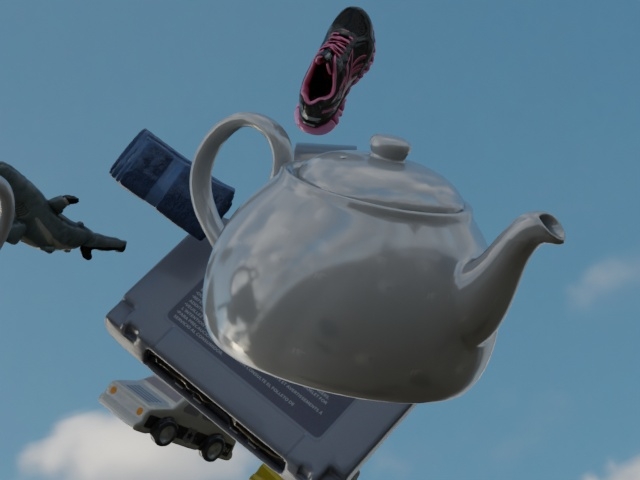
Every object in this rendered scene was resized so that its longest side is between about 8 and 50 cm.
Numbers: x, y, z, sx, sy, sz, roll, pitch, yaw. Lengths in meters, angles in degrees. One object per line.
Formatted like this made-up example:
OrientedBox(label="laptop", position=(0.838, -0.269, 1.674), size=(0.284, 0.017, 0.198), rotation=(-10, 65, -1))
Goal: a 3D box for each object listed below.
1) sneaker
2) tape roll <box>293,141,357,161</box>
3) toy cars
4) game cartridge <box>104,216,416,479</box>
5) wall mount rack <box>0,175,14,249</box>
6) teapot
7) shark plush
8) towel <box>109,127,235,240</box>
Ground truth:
OrientedBox(label="sneaker", position=(0.012, -0.147, 1.616), size=(0.047, 0.119, 0.057), rotation=(16, -21, 15))
OrientedBox(label="tape roll", position=(0.000, 0.000, 2.201), size=(0.072, 0.219, 0.219), rotation=(4, -38, 2))
OrientedBox(label="toy cars", position=(-0.083, 0.252, 2.396), size=(0.394, 0.176, 0.087), rotation=(30, -88, -10))
OrientedBox(label="game cartridge", position=(-0.047, 0.110, 1.985), size=(0.196, 0.294, 0.060), rotation=(-45, -13, -26))
OrientedBox(label="wall mount rack", position=(-0.394, 0.070, 1.500), size=(0.350, 0.130, 0.304), rotation=(-41, -27, -26))
OrientedBox(label="teapot", position=(0.030, 0.006, 1.542), size=(0.256, 0.252, 0.187), rotation=(9, -78, -11))
OrientedBox(label="shark plush", position=(-0.262, -0.019, 1.922), size=(0.161, 0.073, 0.067), rotation=(29, -71, -17))
OrientedBox(label="towel", position=(-0.149, -0.056, 1.972), size=(0.067, 0.119, 0.029), rotation=(-54, 0, -30))
